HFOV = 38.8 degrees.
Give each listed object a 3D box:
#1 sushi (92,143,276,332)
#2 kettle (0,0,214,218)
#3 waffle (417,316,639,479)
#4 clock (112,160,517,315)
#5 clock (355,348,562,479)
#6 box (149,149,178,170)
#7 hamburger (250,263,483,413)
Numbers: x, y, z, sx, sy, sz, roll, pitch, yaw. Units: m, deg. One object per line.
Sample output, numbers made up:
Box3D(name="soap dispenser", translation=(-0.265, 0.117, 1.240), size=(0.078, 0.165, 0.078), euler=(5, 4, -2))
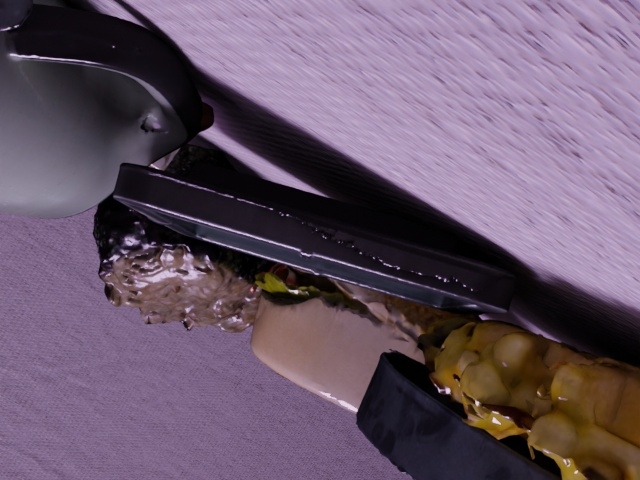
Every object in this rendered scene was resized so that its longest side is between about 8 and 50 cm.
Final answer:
Box3D(name="sushi", translation=(-0.148, 0.010, 1.108), size=(0.211, 0.170, 0.350), euler=(-2, 163, 12))
Box3D(name="kettle", translation=(-0.200, -0.101, 0.578), size=(0.240, 0.165, 0.255), euler=(1, 169, 15))
Box3D(name="waffle", translation=(0.247, 0.152, 0.653), size=(0.380, 0.095, 0.382), euler=(26, 180, -1))
Box3D(name="clock", translation=(0.000, -0.001, 0.700), size=(0.273, 0.049, 0.279), euler=(16, 176, 2))
Box3D(name="clock", translation=(0.170, 0.188, 0.726), size=(0.313, 0.061, 0.312), euler=(29, -179, -1))
Box3D(name="box", translation=(-0.175, -0.113, 0.856), size=(0.098, 0.062, 0.045), euler=(30, -178, -34))
Box3D(name="hamburger", translation=(0.065, 0.101, 0.986), size=(0.302, 0.170, 0.302), euler=(27, 178, 1))
